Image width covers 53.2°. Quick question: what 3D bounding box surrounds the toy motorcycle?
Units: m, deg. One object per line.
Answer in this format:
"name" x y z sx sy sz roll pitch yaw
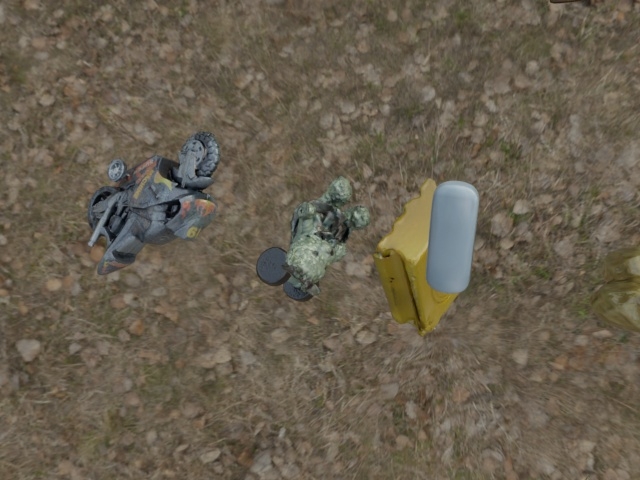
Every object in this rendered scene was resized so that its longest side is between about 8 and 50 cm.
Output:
"toy motorcycle" -0.278 -0.057 1.074 0.307 0.108 0.174 -26 69 26

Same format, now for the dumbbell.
"dumbbell" -0.085 0.093 1.691 0.100 0.191 0.100 -10 66 23

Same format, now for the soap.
"soap" 0.221 0.049 1.337 0.096 0.324 0.204 28 68 30

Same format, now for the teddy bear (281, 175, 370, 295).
"teddy bear" -0.012 -0.005 1.049 0.111 0.133 0.213 1 46 41

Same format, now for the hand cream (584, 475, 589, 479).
"hand cream" 0.564 0.540 1.370 0.022 0.102 0.035 22 53 35

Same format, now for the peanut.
"peanut" 0.548 0.080 1.037 0.196 0.110 0.233 7 40 37

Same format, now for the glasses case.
"glasses case" 0.197 -0.002 0.957 0.067 0.045 0.179 8 116 15

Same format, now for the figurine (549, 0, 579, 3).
"figurine" 0.442 -0.434 1.063 0.098 0.154 0.083 12 109 10
